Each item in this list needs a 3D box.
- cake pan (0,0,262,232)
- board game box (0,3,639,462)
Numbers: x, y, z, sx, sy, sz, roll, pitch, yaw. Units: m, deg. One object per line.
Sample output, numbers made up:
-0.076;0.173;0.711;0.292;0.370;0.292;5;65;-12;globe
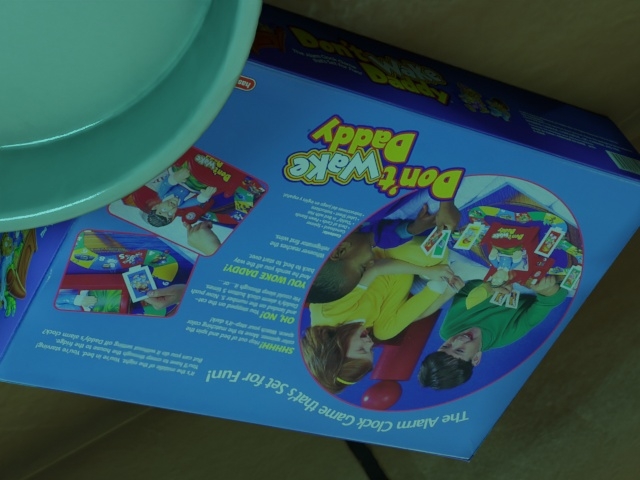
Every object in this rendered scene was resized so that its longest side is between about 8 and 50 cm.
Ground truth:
-0.171;-0.136;0.772;0.293;0.054;0.293;0;125;0;cake pan
0.000;0.000;1.004;0.347;0.078;0.233;14;121;-33;board game box
